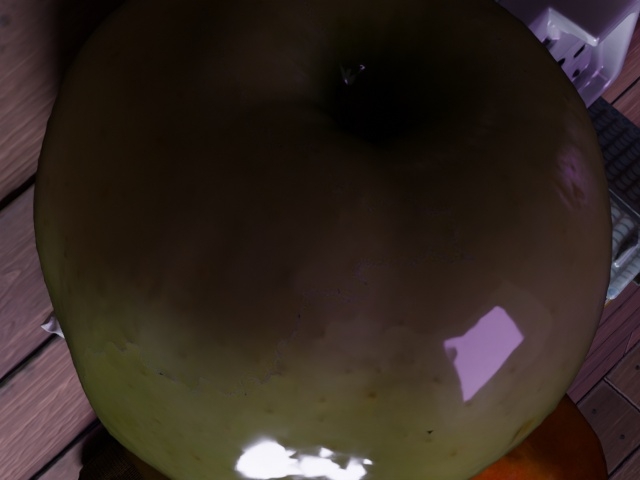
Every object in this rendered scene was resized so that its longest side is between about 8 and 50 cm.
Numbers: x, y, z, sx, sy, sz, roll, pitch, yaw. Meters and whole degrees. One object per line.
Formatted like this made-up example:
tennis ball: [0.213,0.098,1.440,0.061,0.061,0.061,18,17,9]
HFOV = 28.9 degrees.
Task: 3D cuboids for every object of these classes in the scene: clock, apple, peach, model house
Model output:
clock: [0.198,-0.155,1.177,0.262,0.116,0.231,-43,159,-7]
apple: [0.000,0.000,0.765,0.357,0.357,0.357,-39,157,-20]
peach: [0.271,0.353,1.903,0.343,0.343,0.301,-56,179,22]
model house: [0.310,-0.051,1.436,0.198,0.224,0.215,-44,162,-1]

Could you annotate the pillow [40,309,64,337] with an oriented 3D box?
pillow: [-0.133,0.083,1.022,0.144,0.078,0.254,-36,157,-13]

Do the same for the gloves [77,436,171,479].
gloves: [-0.068,0.177,1.178,0.331,0.154,0.141,-30,116,-9]
